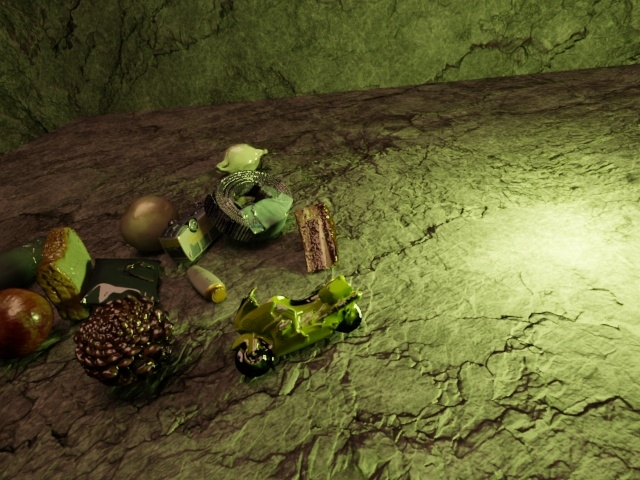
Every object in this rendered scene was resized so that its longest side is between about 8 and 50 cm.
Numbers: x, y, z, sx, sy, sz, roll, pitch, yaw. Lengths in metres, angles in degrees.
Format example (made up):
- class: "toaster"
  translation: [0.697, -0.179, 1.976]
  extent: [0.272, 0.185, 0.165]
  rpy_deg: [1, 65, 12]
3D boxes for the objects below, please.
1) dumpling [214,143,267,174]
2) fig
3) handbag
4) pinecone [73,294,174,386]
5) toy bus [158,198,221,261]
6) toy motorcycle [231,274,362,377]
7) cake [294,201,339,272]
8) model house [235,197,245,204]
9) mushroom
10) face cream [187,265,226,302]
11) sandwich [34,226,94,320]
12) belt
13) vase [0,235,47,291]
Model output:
- class: "dumpling"
  translation: [-0.373, -0.370, 2.110]
  extent: [0.258, 0.146, 0.193]
  rpy_deg: [-24, 3, -11]
- class: "fig"
  translation: [-0.830, 0.227, 1.244]
  extent: [0.205, 0.205, 0.205]
  rpy_deg: [-7, 32, 5]
- class: "handbag"
  translation: [-0.601, 0.122, 1.393]
  extent: [0.211, 0.088, 0.254]
  rpy_deg: [2, 25, -17]
- class: "pinecone"
  translation: [-0.460, 0.246, 1.078]
  extent: [0.222, 0.221, 0.221]
  rpy_deg: [-7, 32, 5]
- class: "toy bus"
  translation: [-0.426, -0.054, 1.603]
  extent: [0.097, 0.137, 0.342]
  rpy_deg: [-2, 31, 23]
- class: "toy motorcycle"
  translation: [-0.070, 0.186, 1.120]
  extent: [0.343, 0.142, 0.206]
  rpy_deg: [-21, 71, -18]
- class: "cake"
  translation: [0.004, 0.011, 1.471]
  extent: [0.112, 0.135, 0.245]
  rpy_deg: [-19, 60, 8]
- class: "model house"
  translation: [-0.344, -0.179, 1.855]
  extent: [0.057, 0.058, 0.083]
  rpy_deg: [5, 35, 24]
- class: "mushroom"
  translation: [-0.615, -0.046, 1.637]
  extent: [0.207, 0.209, 0.206]
  rpy_deg: [13, 45, -13]
- class: "face cream"
  translation: [-0.346, 0.129, 1.369]
  extent: [0.072, 0.051, 0.182]
  rpy_deg: [-25, 35, -29]
- class: "sandwich"
  translation: [-0.755, 0.102, 1.364]
  extent: [0.087, 0.226, 0.251]
  rpy_deg: [-14, 33, -12]
- class: "belt"
  translation: [-0.243, -0.126, 1.604]
  extent: [0.260, 0.122, 0.325]
  rpy_deg: [44, 41, 12]
- class: "vase"
  translation: [-1.065, 0.098, 1.559]
  extent: [0.251, 0.156, 0.301]
  rpy_deg: [-24, 18, 28]
